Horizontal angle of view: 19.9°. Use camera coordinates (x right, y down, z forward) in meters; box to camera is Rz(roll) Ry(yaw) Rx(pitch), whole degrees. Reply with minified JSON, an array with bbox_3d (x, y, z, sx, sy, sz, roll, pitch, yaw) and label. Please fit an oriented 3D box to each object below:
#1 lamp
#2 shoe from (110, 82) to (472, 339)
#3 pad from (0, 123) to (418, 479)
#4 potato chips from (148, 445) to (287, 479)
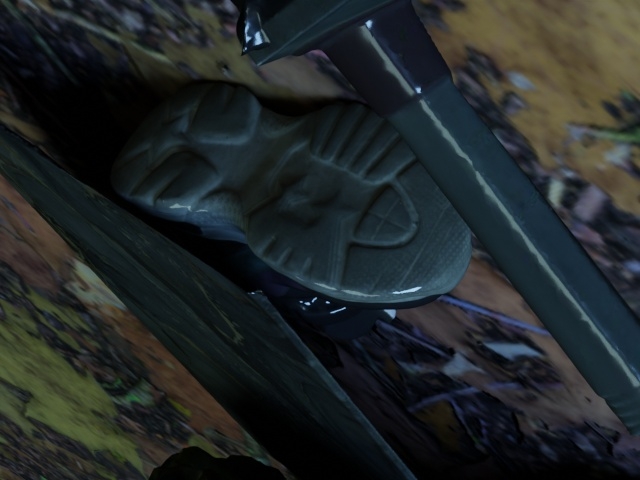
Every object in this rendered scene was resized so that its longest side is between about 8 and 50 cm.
[{"bbox_3d":[0.129,-0.012,0.400,0.283,0.124,0.203,39,163,-8],"label":"lamp"},{"bbox_3d":[0.000,0.000,0.702,0.169,0.071,0.099,20,156,42],"label":"shoe"},{"bbox_3d":[-0.029,0.069,0.854,0.247,0.007,0.367,30,164,40],"label":"pad"},{"bbox_3d":[0.061,0.204,0.905,0.358,0.070,0.429,31,169,26],"label":"potato chips"}]
